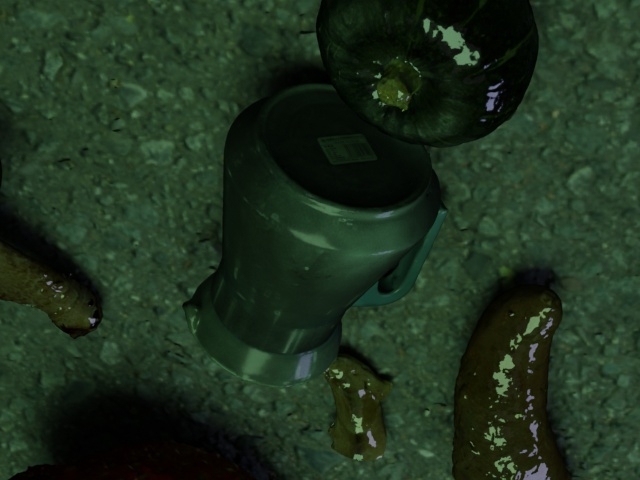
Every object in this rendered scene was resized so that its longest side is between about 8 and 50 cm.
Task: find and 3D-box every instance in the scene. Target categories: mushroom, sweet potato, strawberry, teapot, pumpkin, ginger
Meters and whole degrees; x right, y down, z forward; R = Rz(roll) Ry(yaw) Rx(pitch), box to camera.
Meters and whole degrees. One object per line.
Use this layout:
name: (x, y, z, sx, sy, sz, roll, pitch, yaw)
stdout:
mushroom: (-0.270, 0.018, 1.522, 0.217, 0.148, 0.227, 20, 140, -27)
sweet potato: (0.169, 0.182, 1.563, 0.114, 0.092, 0.341, -13, 126, 0)
strawberry: (-0.166, 0.294, 1.614, 0.250, 0.239, 0.288, -24, 144, 15)
teapot: (0.000, 0.000, 1.429, 0.203, 0.171, 0.225, -3, 141, -25)
pumpkin: (0.080, -0.145, 1.312, 0.167, 0.125, 0.167, 2, 123, 3)
ginger: (0.033, 0.156, 1.602, 0.057, 0.044, 0.137, 12, 129, 25)
